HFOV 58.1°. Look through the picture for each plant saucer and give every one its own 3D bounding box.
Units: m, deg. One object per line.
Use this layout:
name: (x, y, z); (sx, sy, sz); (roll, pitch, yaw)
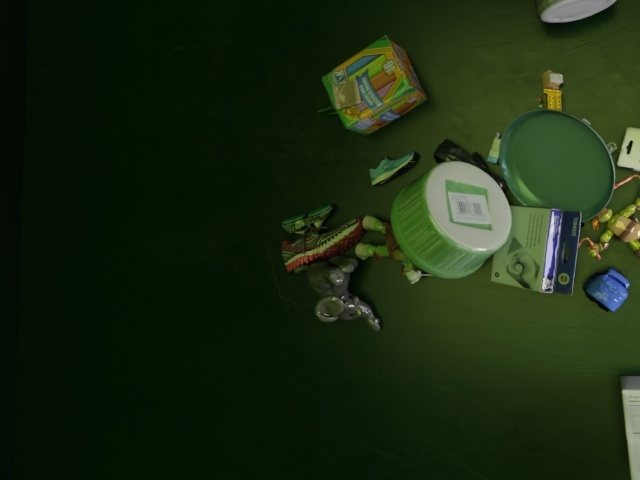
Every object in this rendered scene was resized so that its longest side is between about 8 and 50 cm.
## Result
plant saucer: (0.604, -0.192, 1.474); (0.318, 0.044, 0.317); (39, 148, 31)

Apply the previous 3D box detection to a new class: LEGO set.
LEGO set: (0.636, -0.303, 1.529); (0.132, 0.107, 0.286); (-28, 74, -12)

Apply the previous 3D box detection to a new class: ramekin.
ramekin: (0.354, -0.063, 1.525); (0.303, 0.304, 0.148); (59, 150, 11)

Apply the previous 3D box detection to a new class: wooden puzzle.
wooden puzzle: (0.074, -0.407, 1.613); (0.079, 0.014, 0.116); (-4, 91, 21)

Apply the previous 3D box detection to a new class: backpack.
backpack: (0.732, 0.123, 1.475); (0.098, 0.120, 0.101); (36, 107, 20)

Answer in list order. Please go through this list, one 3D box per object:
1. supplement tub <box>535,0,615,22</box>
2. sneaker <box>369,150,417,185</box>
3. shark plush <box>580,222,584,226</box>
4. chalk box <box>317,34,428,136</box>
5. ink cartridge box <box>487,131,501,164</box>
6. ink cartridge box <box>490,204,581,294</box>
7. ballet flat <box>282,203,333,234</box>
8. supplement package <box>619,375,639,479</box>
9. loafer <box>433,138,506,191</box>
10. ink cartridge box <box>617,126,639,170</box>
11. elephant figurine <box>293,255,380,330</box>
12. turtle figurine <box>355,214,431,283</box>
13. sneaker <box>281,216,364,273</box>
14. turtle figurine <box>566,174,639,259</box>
supplement tub: (0.622, -0.730, 1.440); (0.194, 0.194, 0.315); (-8, 90, 25)
sneaker: (0.212, -0.228, 1.728); (0.162, 0.063, 0.073); (-28, 78, 23)
shark plush: (0.699, -0.096, 1.533); (0.067, 0.073, 0.161); (32, 128, 40)
chalk box: (0.134, -0.428, 1.690); (0.289, 0.180, 0.179); (-29, 81, 24)
ink cartridge box: (0.493, -0.256, 1.603); (0.028, 0.048, 0.083); (21, 102, 22)
ink cartridge box: (0.567, 0.021, 1.536); (0.224, 0.045, 0.223); (10, 97, 51)
ballet flat: (-0.032, -0.063, 1.857); (0.189, 0.070, 0.070); (-16, 86, 26)
supplement package: (0.835, 0.473, 1.438); (0.139, 0.134, 0.243); (-6, 91, 25)
loafer: (0.428, -0.213, 1.621); (0.223, 0.076, 0.078); (33, 84, 16)
ink cartridge box: (0.848, -0.216, 1.435); (0.182, 0.062, 0.104); (16, 99, 23)
elephant figurine: (0.055, 0.180, 1.781); (0.186, 0.170, 0.239); (12, 118, 53)
turtle figurine: (0.257, 0.015, 1.699); (0.266, 0.275, 0.197); (15, 123, 43)
sneaker: (0.000, 0.000, 1.807); (0.299, 0.121, 0.111); (-27, 73, 22)
turtle figurine: (0.777, -0.012, 1.465); (0.217, 0.087, 0.269); (38, 102, 11)
